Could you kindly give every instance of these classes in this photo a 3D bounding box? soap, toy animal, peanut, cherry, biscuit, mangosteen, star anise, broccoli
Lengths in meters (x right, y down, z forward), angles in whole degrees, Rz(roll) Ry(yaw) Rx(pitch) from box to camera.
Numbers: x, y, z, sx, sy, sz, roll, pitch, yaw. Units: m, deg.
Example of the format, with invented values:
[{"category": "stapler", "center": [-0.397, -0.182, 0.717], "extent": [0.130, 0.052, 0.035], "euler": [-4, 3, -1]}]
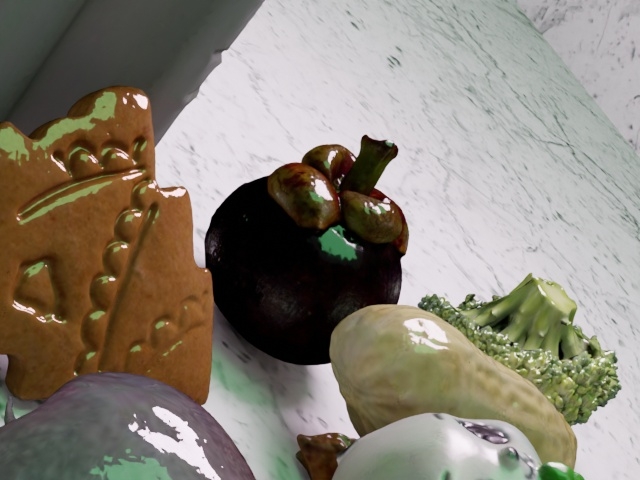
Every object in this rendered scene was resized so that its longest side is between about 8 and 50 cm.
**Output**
[{"category": "soap", "center": [-0.227, -0.257, 1.407], "extent": [0.213, 0.435, 0.350], "euler": [22, 30, -39]}, {"category": "toy animal", "center": [0.131, 0.250, 1.244], "extent": [0.267, 0.212, 0.212], "euler": [57, 12, -30]}, {"category": "peanut", "center": [0.131, 0.171, 1.515], "extent": [0.313, 0.152, 0.152], "euler": [33, 22, -35]}, {"category": "cherry", "center": [-0.139, 0.187, 1.032], "extent": [0.266, 0.183, 0.213], "euler": [30, 33, 13]}, {"category": "biscuit", "center": [-0.179, 0.031, 1.280], "extent": [0.306, 0.043, 0.284], "euler": [51, 57, -30]}, {"category": "mangosteen", "center": [0.000, 0.000, 1.568], "extent": [0.211, 0.250, 0.211], "euler": [31, 19, -12]}, {"category": "star anise", "center": [0.051, 0.243, 1.400], "extent": [0.196, 0.111, 0.212], "euler": [40, 26, 13]}, {"category": "broccoli", "center": [0.228, 0.128, 1.834], "extent": [0.226, 0.176, 0.198], "euler": [56, 16, -5]}]
